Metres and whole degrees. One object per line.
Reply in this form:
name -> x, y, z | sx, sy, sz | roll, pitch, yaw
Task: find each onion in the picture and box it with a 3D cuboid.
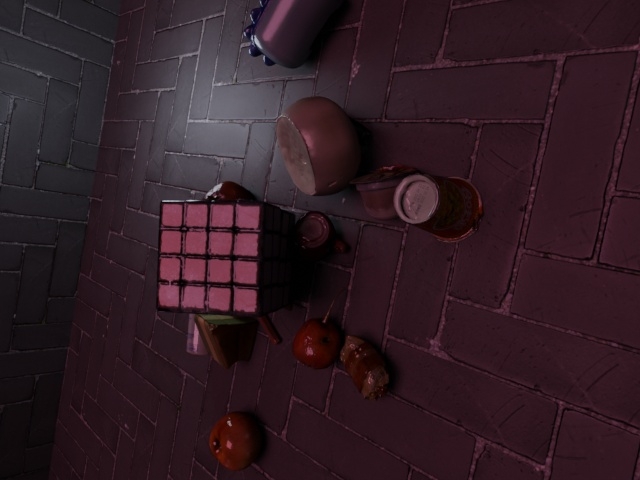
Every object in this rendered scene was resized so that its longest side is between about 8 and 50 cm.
onion -> -0.001, 0.003, 1.507 | 0.198, 0.135, 0.173 | 25, 80, 2

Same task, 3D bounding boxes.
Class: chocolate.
chocolate -> 0.203, -0.137, 1.325 | 0.221, 0.221, 0.147 | -6, 109, 40

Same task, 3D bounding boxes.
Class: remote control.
remote control -> 0.087, -0.386, 1.510 | 0.222, 0.042, 0.072 | 39, 112, 36

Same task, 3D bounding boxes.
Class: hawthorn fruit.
hawthorn fruit -> 0.006, 0.278, 1.452 | 0.165, 0.165, 0.286 | 17, 91, 40
hawthorn fruit -> -0.370, -0.128, 1.759 | 0.215, 0.249, 0.215 | -4, 75, 16

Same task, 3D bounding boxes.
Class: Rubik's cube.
Rubik's cube -> -0.287, 0.053, 1.424 | 0.344, 0.337, 0.344 | 4, 89, 12

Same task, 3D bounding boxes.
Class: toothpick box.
toothpick box -> -0.114, -0.788, 1.582 | 0.355, 0.263, 0.263 | -52, 56, 26

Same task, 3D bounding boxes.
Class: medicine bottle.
medicine bottle -> -0.490, 0.302, 1.879 | 0.130, 0.130, 0.341 | 2, 87, 41

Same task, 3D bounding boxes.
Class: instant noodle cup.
instant noodle cup -> 0.305, -0.095, 1.183 | 0.193, 0.212, 0.193 | -4, 83, 40

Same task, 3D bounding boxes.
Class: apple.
apple -> -0.321, 0.755, 1.668 | 0.209, 0.164, 0.210 | -4, 84, 43

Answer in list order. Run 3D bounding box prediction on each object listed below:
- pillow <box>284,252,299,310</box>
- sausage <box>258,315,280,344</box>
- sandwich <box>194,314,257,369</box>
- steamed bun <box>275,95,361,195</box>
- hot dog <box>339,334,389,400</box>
pillow -> -0.216, 0.087, 1.632 | 0.307, 0.108, 0.306 | 7, 86, 15
sausage -> -0.197, 0.335, 1.689 | 0.030, 0.035, 0.147 | -35, 57, -3
sandwich -> -0.386, 0.384, 1.718 | 0.155, 0.227, 0.199 | 22, 99, 40
steamed bun -> 0.004, -0.304, 1.426 | 0.324, 0.206, 0.324 | 53, 158, 33
hot dog -> 0.139, 0.383, 1.359 | 0.213, 0.103, 0.146 | 60, 143, 38
